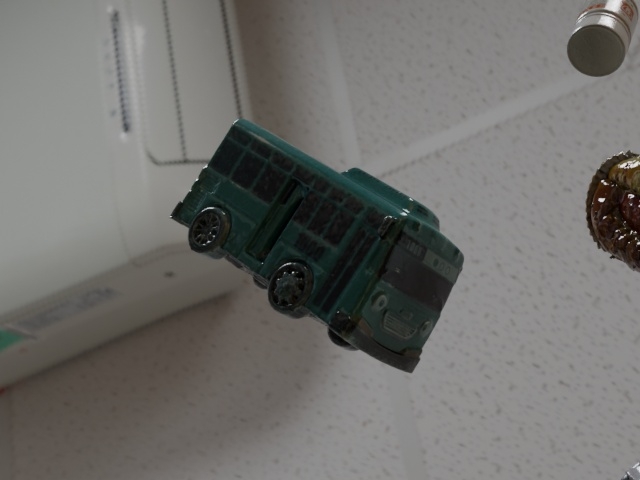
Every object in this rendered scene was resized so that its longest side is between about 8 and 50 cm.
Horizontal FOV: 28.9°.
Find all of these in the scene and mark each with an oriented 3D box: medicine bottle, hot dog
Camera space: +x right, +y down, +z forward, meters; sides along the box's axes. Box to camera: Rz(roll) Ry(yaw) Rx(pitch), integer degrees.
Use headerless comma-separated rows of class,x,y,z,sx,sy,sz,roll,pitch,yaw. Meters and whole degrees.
medicine bottle,0.271,-0.200,1.189,0.057,0.057,0.089,-10,-151,30
hot dog,0.268,-0.016,0.942,0.192,0.053,0.099,29,-69,56

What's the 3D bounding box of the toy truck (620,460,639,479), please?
toy truck,0.256,0.177,0.662,0.116,0.216,0.110,-39,-151,-1

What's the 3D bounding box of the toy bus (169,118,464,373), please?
toy bus,0.000,0.000,1.118,0.256,0.128,0.147,32,-89,41
